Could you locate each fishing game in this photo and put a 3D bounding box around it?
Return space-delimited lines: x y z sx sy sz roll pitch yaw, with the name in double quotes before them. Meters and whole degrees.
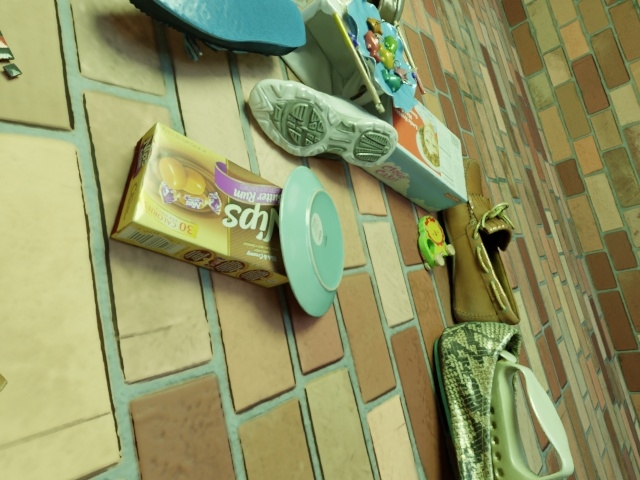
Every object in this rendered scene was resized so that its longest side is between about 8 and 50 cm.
"fishing game" 0.105 -0.286 0.610 0.264 0.041 0.189 -35 102 -55

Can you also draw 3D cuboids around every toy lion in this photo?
"toy lion" 0.222 -0.001 0.806 0.100 0.034 0.096 -28 89 -49

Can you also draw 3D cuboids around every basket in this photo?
"basket" 0.026 -0.302 0.646 0.167 0.113 0.103 44 43 -29

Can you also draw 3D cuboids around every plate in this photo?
"plate" 0.000 0.000 0.505 0.188 0.024 0.188 -6 90 -70

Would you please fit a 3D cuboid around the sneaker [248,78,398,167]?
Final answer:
"sneaker" -0.003 -0.179 0.599 0.232 0.090 0.115 13 33 -32

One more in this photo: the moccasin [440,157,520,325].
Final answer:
"moccasin" 0.339 -0.008 0.845 0.139 0.147 0.380 30 54 -37

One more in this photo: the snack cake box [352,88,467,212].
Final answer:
"snack cake box" 0.174 -0.172 0.774 0.264 0.089 0.152 23 60 -41

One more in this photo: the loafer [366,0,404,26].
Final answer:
"loafer" 0.031 -0.530 0.753 0.130 0.134 0.366 -17 79 -32

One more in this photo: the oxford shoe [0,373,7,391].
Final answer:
"oxford shoe" -0.239 0.153 0.195 0.076 0.076 0.212 50 43 -38

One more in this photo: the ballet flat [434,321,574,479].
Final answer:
"ballet flat" 0.276 0.353 0.600 0.164 0.182 0.483 28 55 -40

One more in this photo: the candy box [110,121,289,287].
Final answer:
"candy box" -0.106 -0.027 0.429 0.186 0.053 0.109 25 57 -39

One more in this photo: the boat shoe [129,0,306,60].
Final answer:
"boat shoe" -0.121 -0.259 0.488 0.258 0.089 0.109 -7 93 -54

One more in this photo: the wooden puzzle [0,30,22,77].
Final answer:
"wooden puzzle" -0.283 -0.166 0.323 0.049 0.006 0.083 -31 99 -49
